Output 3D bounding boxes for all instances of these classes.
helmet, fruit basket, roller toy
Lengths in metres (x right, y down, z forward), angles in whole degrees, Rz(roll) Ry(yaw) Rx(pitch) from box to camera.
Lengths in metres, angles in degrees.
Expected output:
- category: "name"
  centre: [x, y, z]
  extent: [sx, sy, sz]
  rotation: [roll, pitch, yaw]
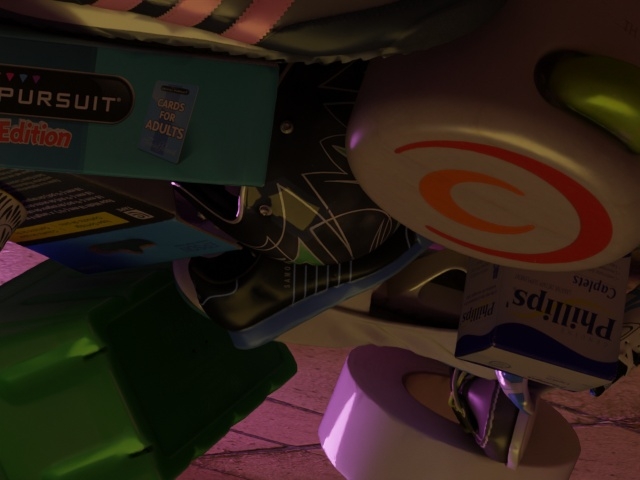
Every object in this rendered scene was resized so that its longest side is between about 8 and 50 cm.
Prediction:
- category: "helmet"
  centre: [-0.008, -0.060, 1.109]
  extent: [0.161, 0.169, 0.169]
  rotation: [17, 172, 45]
- category: "fruit basket"
  centre: [-0.248, 0.166, 1.549]
  extent: [0.392, 0.283, 0.392]
  rotation: [-23, -174, 3]
- category: "roller toy"
  centre: [0.120, -0.084, 0.977]
  extent: [0.209, 0.146, 0.191]
  rotation: [11, 155, 20]

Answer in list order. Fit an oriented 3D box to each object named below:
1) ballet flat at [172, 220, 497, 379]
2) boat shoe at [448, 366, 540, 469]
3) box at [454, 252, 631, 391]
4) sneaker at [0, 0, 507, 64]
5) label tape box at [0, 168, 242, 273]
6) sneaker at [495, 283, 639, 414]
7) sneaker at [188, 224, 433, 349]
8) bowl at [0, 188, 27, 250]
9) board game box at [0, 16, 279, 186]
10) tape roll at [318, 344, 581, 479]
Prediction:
- category: "ballet flat"
  centre: [0.060, 0.034, 1.479]
  extent: [0.400, 0.139, 0.139]
  rotation: [15, 163, -30]
- category: "boat shoe"
  centre: [0.178, 0.161, 1.687]
  extent: [0.091, 0.109, 0.305]
  rotation: [18, -170, 3]
- category: "box"
  centre: [0.193, 0.047, 1.377]
  extent: [0.126, 0.137, 0.072]
  rotation: [17, 161, -21]
- category: "sneaker"
  centre: [-0.051, -0.175, 0.854]
  extent: [0.319, 0.112, 0.131]
  rotation: [2, 146, 2]
- category: "label tape box"
  centre: [-0.252, -0.079, 1.285]
  extent: [0.334, 0.106, 0.241]
  rotation: [22, 160, -37]
- category: "sneaker"
  centre: [0.276, 0.093, 1.466]
  extent: [0.237, 0.086, 0.085]
  rotation: [-22, 148, 7]
- category: "sneaker"
  centre: [0.000, 0.000, 1.336]
  extent: [0.232, 0.081, 0.090]
  rotation: [-32, 116, 6]
- category: "bowl"
  centre: [-0.321, -0.003, 1.255]
  extent: [0.170, 0.080, 0.170]
  rotation: [9, 165, 3]
- category: "board game box"
  centre: [-0.230, -0.101, 0.977]
  extent: [0.336, 0.079, 0.254]
  rotation: [4, -171, -27]
- category: "tape roll"
  centre: [0.146, 0.222, 1.810]
  extent: [0.286, 0.100, 0.286]
  rotation: [18, -164, -5]
